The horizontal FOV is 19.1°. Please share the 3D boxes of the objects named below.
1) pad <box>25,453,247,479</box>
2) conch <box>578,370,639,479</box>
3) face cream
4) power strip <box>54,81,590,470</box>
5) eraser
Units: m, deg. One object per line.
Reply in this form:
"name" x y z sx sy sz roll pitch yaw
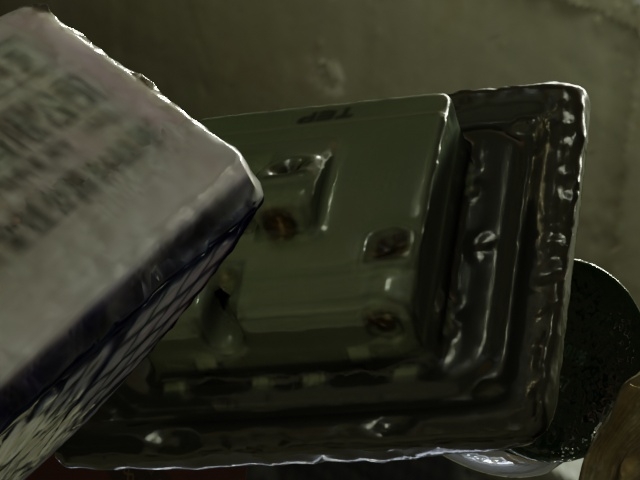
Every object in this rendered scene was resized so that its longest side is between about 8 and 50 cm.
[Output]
"pad" -0.136 0.185 1.368 0.004 0.267 0.181 14 -77 34
"conch" 0.253 0.133 0.898 0.186 0.324 0.263 -20 -73 33
"face cream" 0.174 0.113 2.055 0.312 0.219 0.357 62 -17 -14
"power strip" 0.000 -0.002 0.964 0.257 0.251 0.092 -6 -55 18
"eraser" -0.127 0.051 0.409 0.086 0.287 0.130 40 -57 4
